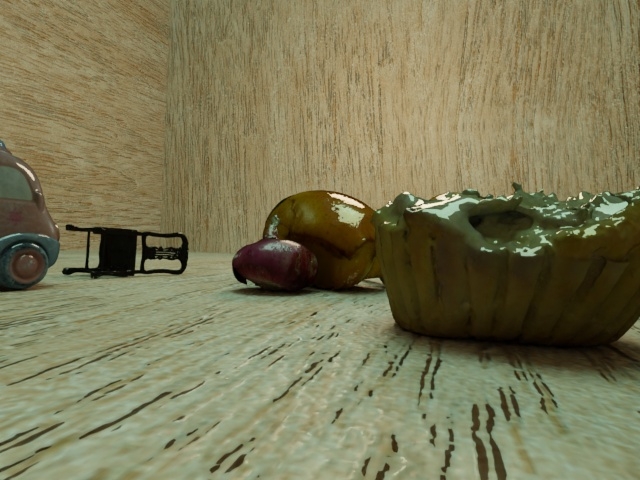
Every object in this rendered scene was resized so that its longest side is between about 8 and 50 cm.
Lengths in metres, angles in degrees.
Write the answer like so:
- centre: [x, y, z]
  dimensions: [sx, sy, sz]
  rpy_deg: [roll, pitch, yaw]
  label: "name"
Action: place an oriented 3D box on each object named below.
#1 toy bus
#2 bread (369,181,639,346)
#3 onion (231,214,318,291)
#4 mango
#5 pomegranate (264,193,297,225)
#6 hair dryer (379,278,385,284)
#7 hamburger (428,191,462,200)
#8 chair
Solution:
- centre: [-0.534, -0.048, 0.568]
  dimensions: [0.197, 0.232, 0.294]
  rpy_deg: [2, 0, 24]
  label: "toy bus"
- centre: [0.189, 0.020, 0.404]
  dimensions: [0.274, 0.149, 0.274]
  rpy_deg: [-3, 3, 0]
  label: "bread"
- centre: [-0.076, 0.018, 0.705]
  dimensions: [0.150, 0.140, 0.150]
  rpy_deg: [5, -18, 2]
  label: "onion"
- centre: [0.000, 0.000, 0.851]
  dimensions: [0.350, 0.199, 0.201]
  rpy_deg: [21, -29, 51]
  label: "mango"
- centre: [-0.015, 0.006, 1.166]
  dimensions: [0.306, 0.242, 0.242]
  rpy_deg: [33, -7, -11]
  label: "pomegranate"
- centre: [0.132, 0.052, 0.941]
  dimensions: [0.090, 0.135, 0.278]
  rpy_deg: [2, -18, -20]
  label: "hair dryer"
- centre: [0.278, -0.001, 0.903]
  dimensions: [0.147, 0.237, 0.237]
  rpy_deg: [22, -12, -35]
  label: "hamburger"
- centre: [-0.421, 0.026, 0.904]
  dimensions: [0.113, 0.106, 0.229]
  rpy_deg: [4, -1, 30]
  label: "chair"
